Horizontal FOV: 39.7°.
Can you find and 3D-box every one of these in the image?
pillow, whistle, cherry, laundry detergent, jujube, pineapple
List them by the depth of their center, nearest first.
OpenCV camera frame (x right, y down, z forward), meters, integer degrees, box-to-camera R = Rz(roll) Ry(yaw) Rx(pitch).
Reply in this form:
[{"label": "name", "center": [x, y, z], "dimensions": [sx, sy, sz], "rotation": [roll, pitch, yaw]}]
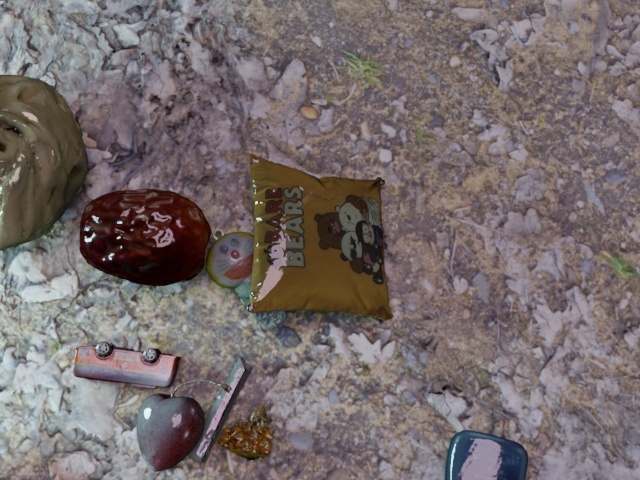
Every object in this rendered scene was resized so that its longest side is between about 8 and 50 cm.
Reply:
[{"label": "cherry", "center": [-0.246, 0.336, 1.571], "dimensions": [0.188, 0.115, 0.148], "rotation": [2, 44, 30]}, {"label": "laundry detergent", "center": [0.281, 0.494, 1.581], "dimensions": [0.143, 0.094, 0.290], "rotation": [14, 71, -3]}, {"label": "pineapple", "center": [-0.121, 0.355, 1.626], "dimensions": [0.114, 0.077, 0.114], "rotation": [4, 45, 32]}, {"label": "jujube", "center": [-0.327, -0.007, 1.669], "dimensions": [0.243, 0.183, 0.183], "rotation": [7, 71, 0]}, {"label": "whistle", "center": [-0.138, 0.070, 1.696], "dimensions": [0.123, 0.123, 0.223], "rotation": [-34, 90, -14]}, {"label": "pillow", "center": [0.000, 0.000, 1.697], "dimensions": [0.312, 0.119, 0.310], "rotation": [8, 72, -27]}]

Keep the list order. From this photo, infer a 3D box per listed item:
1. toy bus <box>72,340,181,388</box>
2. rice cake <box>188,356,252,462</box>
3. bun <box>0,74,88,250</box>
[{"label": "toy bus", "center": [-0.360, 0.232, 1.651], "dimensions": [0.192, 0.065, 0.077], "rotation": [7, 82, -1]}, {"label": "rice cake", "center": [-0.184, 0.314, 1.648], "dimensions": [0.033, 0.033, 0.208], "rotation": [22, 70, 14]}, {"label": "bun", "center": [-0.609, -0.166, 1.664], "dimensions": [0.326, 0.234, 0.362], "rotation": [19, 63, -7]}]
